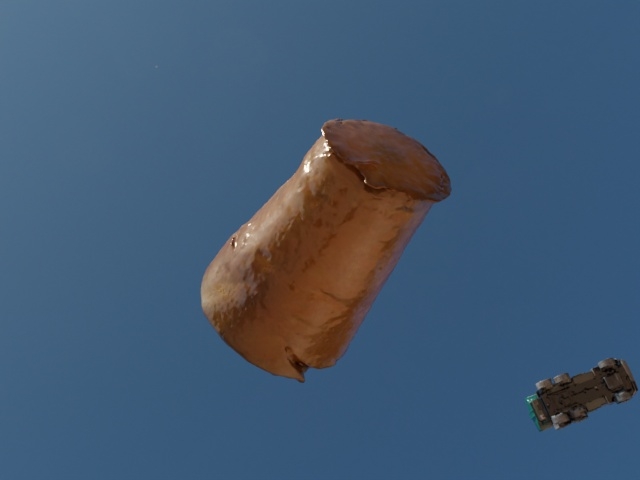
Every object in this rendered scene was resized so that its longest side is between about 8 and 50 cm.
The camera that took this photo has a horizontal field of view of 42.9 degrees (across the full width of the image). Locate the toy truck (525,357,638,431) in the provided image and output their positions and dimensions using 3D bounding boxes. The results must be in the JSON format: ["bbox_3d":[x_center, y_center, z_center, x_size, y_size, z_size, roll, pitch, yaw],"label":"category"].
[{"bbox_3d":[0.210,0.126,0.661,0.083,0.044,0.039,-21,-111,0],"label":"toy truck"}]

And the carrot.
[{"bbox_3d":[0.000,0.000,0.876,0.196,0.196,0.254,20,-51,-15],"label":"carrot"}]
